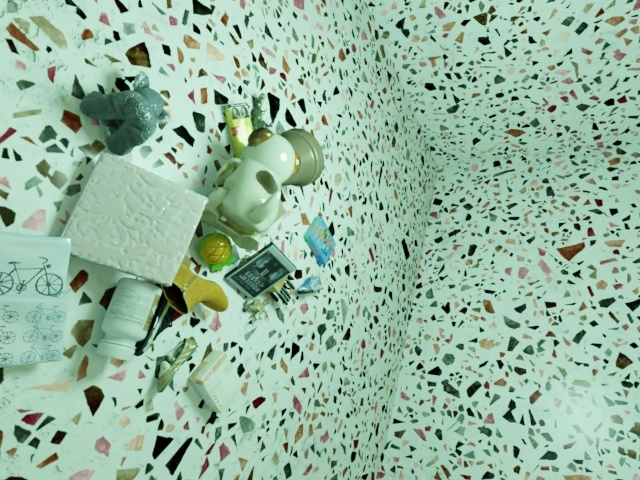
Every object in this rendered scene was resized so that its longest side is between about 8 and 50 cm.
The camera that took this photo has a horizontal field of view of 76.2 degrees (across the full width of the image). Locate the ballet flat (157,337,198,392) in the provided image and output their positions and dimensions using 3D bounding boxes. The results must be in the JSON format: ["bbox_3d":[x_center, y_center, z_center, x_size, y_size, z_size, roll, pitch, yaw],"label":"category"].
[{"bbox_3d":[-0.508,0.422,1.406,0.067,0.073,0.206,44,45,-12],"label":"ballet flat"}]

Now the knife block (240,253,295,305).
[{"bbox_3d":[-0.223,0.181,1.804,0.276,0.088,0.241,-4,92,-57],"label":"knife block"}]

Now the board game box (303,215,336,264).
[{"bbox_3d":[0.000,0.000,2.181,0.160,0.047,0.210,-59,135,-38],"label":"board game box"}]

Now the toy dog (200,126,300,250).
[{"bbox_3d":[-0.248,-0.225,1.523,0.285,0.395,0.407,32,64,-20],"label":"toy dog"}]

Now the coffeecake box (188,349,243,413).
[{"bbox_3d":[-0.393,0.535,1.554,0.142,0.068,0.185,-49,128,-45],"label":"coffeecake box"}]

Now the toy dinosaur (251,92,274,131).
[{"bbox_3d":[-0.260,-0.507,1.803,0.118,0.064,0.267,17,77,-36],"label":"toy dinosaur"}]

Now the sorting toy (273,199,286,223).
[{"bbox_3d":[-0.251,-0.175,1.831,0.193,0.038,0.208,-48,122,-46],"label":"sorting toy"}]

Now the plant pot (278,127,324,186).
[{"bbox_3d":[-0.150,-0.342,1.788,0.229,0.263,0.262,-35,117,-49],"label":"plant pot"}]

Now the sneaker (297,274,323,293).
[{"bbox_3d":[-0.059,0.225,2.068,0.211,0.080,0.081,-8,89,-66],"label":"sneaker"}]

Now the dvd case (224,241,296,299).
[{"bbox_3d":[-0.242,0.129,1.678,0.179,0.239,0.029,50,7,-39],"label":"dvd case"}]

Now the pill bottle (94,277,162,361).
[{"bbox_3d":[-0.580,0.238,1.231,0.131,0.131,0.229,39,57,-49],"label":"pill bottle"}]

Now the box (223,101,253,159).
[{"bbox_3d":[-0.326,-0.443,1.683,0.087,0.058,0.232,-18,106,-34],"label":"box"}]

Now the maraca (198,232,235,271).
[{"bbox_3d":[-0.392,0.046,1.552,0.127,0.099,0.185,-30,137,-17],"label":"maraca"}]

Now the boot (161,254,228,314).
[{"bbox_3d":[-0.434,0.196,1.402,0.295,0.104,0.211,56,11,-25],"label":"boot"}]

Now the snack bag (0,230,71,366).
[{"bbox_3d":[-0.778,0.137,0.981,0.323,0.037,0.342,11,83,-49],"label":"snack bag"}]

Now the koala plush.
[{"bbox_3d":[-0.559,-0.403,1.258,0.221,0.204,0.196,-68,142,-49],"label":"koala plush"}]

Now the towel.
[{"bbox_3d":[-0.548,-0.057,1.223,0.332,0.053,0.316,25,73,-24],"label":"towel"}]

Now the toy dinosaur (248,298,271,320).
[{"bbox_3d":[-0.273,0.299,1.770,0.183,0.053,0.092,1,75,-66],"label":"toy dinosaur"}]

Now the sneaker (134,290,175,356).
[{"bbox_3d":[-0.529,0.279,1.348,0.097,0.084,0.234,52,48,-43],"label":"sneaker"}]
